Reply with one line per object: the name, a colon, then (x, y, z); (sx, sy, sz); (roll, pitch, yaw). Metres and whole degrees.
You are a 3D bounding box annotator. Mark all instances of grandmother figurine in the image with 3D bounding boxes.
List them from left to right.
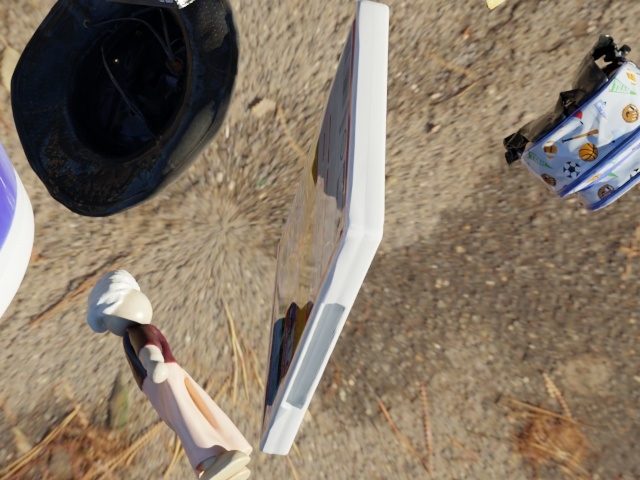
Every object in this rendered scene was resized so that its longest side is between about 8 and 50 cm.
grandmother figurine: (-0.213, 0.187, 1.625); (0.104, 0.208, 0.342); (-25, 68, -24)

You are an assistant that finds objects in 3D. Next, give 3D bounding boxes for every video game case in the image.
video game case: (0.000, 0.000, 0.855); (0.025, 0.285, 0.204); (10, 52, -8)

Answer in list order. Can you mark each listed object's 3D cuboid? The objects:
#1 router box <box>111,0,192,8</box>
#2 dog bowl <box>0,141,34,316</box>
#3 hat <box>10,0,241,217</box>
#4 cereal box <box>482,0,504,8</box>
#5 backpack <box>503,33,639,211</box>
router box: (-0.179, -0.282, 1.179); (0.038, 0.122, 0.092); (-41, 128, -31)
dog bowl: (-0.300, -0.005, 0.650); (0.265, 0.265, 0.104); (-20, 131, -4)
hat: (-0.208, -0.184, 1.430); (0.331, 0.134, 0.331); (-3, 84, 27)
cereal box: (0.201, -0.337, 1.113); (0.173, 0.240, 0.047); (-31, 62, 3)
backpack: (0.433, -0.168, 1.892); (0.213, 0.263, 0.276); (45, 105, 7)
